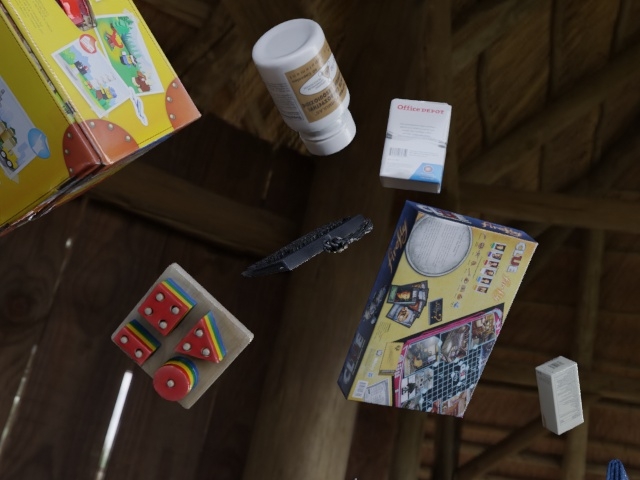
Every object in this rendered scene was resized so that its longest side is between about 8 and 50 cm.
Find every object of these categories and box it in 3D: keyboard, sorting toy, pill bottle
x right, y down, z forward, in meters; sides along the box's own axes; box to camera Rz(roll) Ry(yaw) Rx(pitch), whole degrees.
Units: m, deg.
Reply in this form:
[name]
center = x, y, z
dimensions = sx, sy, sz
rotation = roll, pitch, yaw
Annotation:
[keyboard]
center = 0.000, 0.000, 1.638
dimensions = 0.201, 0.033, 0.317
rotation = -12, 11, 32
[sorting toy]
center = -0.335, 0.234, 1.970
dimensions = 0.255, 0.089, 0.257
rotation = 42, -71, 2
[pill bottle]
center = -0.021, -0.270, 1.539
dimensions = 0.131, 0.131, 0.229
rotation = -1, -42, 27

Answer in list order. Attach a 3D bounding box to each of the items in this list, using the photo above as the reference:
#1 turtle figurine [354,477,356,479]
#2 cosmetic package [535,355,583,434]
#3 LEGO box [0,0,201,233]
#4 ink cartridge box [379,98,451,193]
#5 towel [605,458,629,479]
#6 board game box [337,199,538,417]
[turtle figurine]
center = 0.000, 0.440, 1.246
dimensions = 0.234, 0.118, 0.175
rotation = -12, -22, -40
[cosmetic package]
center = 0.402, 0.260, 1.434
dimensions = 0.060, 0.115, 0.041
rotation = -18, 19, -23
[LEGO box]
center = -0.457, -0.289, 1.175
dimensions = 0.372, 0.193, 0.500
rotation = -22, -78, 43
[ink cartridge box]
center = 0.233, -0.230, 2.077
dimensions = 0.148, 0.203, 0.086
rotation = 8, -14, 11
[towel]
center = 0.524, 0.441, 1.473
dimensions = 0.029, 0.067, 0.120
rotation = -14, -68, 28
[board game box]
center = 0.137, 0.088, 1.016
dimensions = 0.165, 0.243, 0.042
rotation = 14, 17, -21
